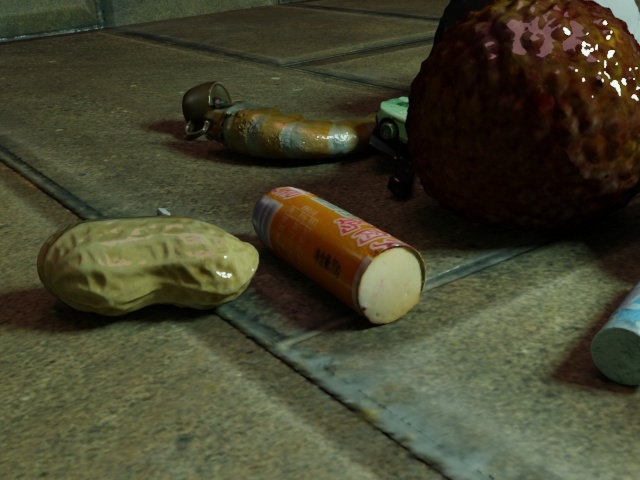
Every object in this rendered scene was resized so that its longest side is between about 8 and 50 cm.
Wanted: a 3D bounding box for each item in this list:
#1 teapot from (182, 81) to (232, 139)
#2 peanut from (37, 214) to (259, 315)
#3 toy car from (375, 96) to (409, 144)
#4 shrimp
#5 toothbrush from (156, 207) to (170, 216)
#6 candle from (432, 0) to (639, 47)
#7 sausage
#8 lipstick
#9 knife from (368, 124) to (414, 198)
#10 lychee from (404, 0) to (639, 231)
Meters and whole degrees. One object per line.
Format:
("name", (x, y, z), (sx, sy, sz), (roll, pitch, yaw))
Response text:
("teapot", (-0.184, -0.200, 1.252), (0.068, 0.076, 0.121), (-5, 50, 23))
("peanut", (-0.150, 0.021, 0.693), (0.194, 0.083, 0.093), (-1, 9, 9))
("toy car", (0.156, -0.136, 1.021), (0.186, 0.058, 0.093), (35, 36, 31))
("shrimp", (-0.004, -0.160, 1.128), (0.287, 0.068, 0.185), (-10, 26, -21))
("toothbrush", (-0.137, 0.004, 0.816), (0.017, 0.022, 0.204), (3, 18, -28))
("candle", (0.347, -0.301, 1.220), (0.342, 0.221, 0.221), (-20, 28, -36))
("sausage", (0.000, 0.000, 0.740), (0.071, 0.071, 0.234), (-16, 26, -27))
("lipstick", (0.253, 0.052, 0.608), (0.048, 0.048, 0.158), (13, 28, 35))
("knife", (0.094, -0.114, 1.031), (0.072, 0.019, 0.245), (28, 25, -3))
("lychee", (0.210, -0.131, 0.814), (0.261, 0.260, 0.260), (-3, 23, 1))
